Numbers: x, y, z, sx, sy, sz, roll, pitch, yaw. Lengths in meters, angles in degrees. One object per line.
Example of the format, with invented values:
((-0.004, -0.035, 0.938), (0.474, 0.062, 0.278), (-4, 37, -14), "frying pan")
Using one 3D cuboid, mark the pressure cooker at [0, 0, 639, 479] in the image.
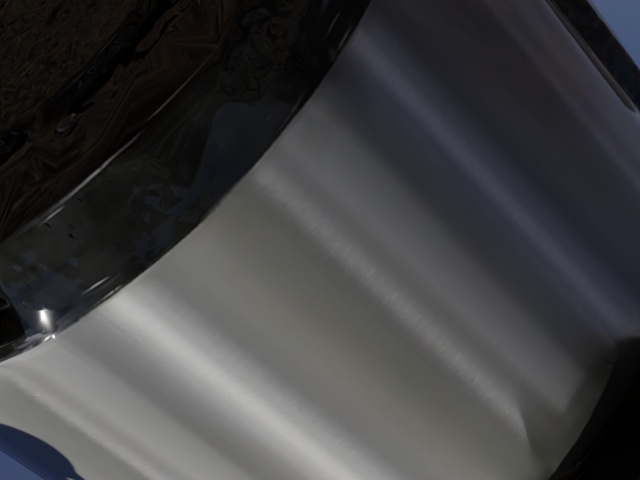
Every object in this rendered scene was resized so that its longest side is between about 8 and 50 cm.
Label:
((-0.005, 0.004, 0.749), (0.375, 0.420, 0.370), (-28, -143, 27), "pressure cooker")
